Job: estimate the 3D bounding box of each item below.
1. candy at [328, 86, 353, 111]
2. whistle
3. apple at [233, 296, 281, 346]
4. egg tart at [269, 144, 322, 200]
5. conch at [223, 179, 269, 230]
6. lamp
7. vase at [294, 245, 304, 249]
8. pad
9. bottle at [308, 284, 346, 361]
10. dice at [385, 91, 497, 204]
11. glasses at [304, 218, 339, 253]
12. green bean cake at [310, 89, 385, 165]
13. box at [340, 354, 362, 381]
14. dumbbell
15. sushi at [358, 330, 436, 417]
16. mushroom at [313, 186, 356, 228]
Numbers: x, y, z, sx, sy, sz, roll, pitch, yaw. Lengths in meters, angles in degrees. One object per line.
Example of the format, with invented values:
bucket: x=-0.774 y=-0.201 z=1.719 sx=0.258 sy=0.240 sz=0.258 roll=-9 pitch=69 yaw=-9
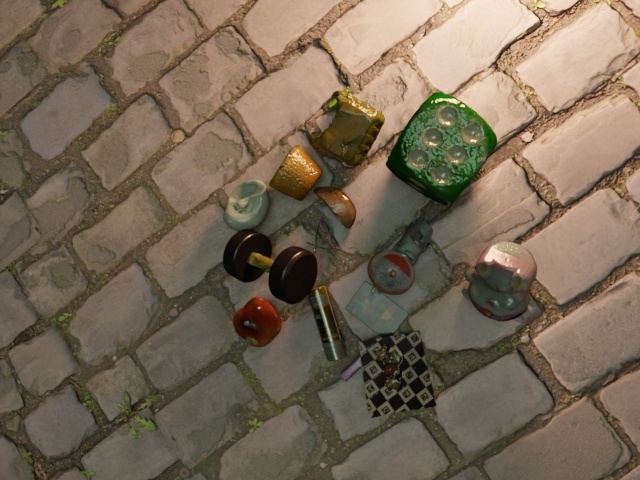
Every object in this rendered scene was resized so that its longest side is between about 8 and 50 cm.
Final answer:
candy: x=0.124 y=-0.505 z=1.755 sx=0.102 sy=0.032 sz=0.178 roll=-40 pitch=84 yaw=6
whistle: x=0.303 y=0.066 z=1.656 sx=0.189 sy=0.189 sz=0.348 roll=37 pitch=84 yaw=8
apple: x=-0.244 y=0.324 z=1.735 sx=0.199 sy=0.199 sz=0.199 roll=0 pitch=89 yaw=9
egg tart: x=-0.087 y=-0.253 z=1.719 sx=0.147 sy=0.202 sz=0.203 roll=34 pitch=95 yaw=-6
conch: x=-0.291 y=-0.138 z=1.774 sx=0.221 sy=0.121 sz=0.185 roll=-45 pitch=79 yaw=-1
lamp: x=0.634 y=0.136 z=1.548 sx=0.247 sy=0.301 sz=0.247 roll=21 pitch=53 yaw=26
vase: x=-0.105 y=0.102 z=1.763 sx=0.081 sy=0.081 sz=0.149 roll=30 pitch=96 yaw=9
pad: x=0.220 y=0.276 z=1.740 sx=0.211 sy=0.003 sz=0.143 roll=36 pitch=95 yaw=8
bottle: x=0.024 y=0.322 z=1.732 sx=0.082 sy=0.082 sz=0.286 roll=-17 pitch=86 yaw=9
dice: x=0.419 y=-0.314 z=1.570 sx=0.287 sy=0.300 sz=0.297 roll=38 pitch=95 yaw=6
glasses: x=0.000 y=0.000 z=1.771 sx=0.103 sy=0.062 sz=0.140 roll=-35 pitch=83 yaw=29
green bean cake: x=0.094 y=-0.425 z=1.688 sx=0.233 sy=0.124 sz=0.236 roll=32 pitch=109 yaw=12
box: x=0.130 y=0.493 z=1.728 sx=0.117 sy=0.050 sz=0.036 roll=-45 pitch=84 yaw=8
dumbbell: x=-0.187 y=0.091 z=1.655 sx=0.322 sy=0.203 sz=0.204 roll=19 pitch=92 yaw=35
sushi: x=0.283 y=0.508 z=1.704 sx=0.263 sy=0.050 sz=0.290 roll=-10 pitch=85 yaw=-5
mushroom: x=0.067 y=-0.146 z=1.739 sx=0.094 sy=0.072 sz=0.210 roll=-38 pitch=83 yaw=-2
